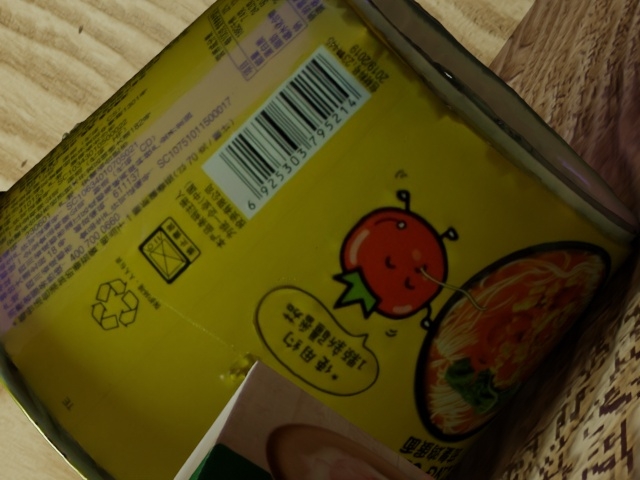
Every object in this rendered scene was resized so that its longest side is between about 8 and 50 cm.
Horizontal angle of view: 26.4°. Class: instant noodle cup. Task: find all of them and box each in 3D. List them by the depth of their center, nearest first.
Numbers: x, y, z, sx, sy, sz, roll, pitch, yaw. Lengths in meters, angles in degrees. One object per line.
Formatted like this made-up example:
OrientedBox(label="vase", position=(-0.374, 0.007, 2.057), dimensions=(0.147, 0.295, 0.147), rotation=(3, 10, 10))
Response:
OrientedBox(label="instant noodle cup", position=(0.000, 0.000, 0.758), dimensions=(0.254, 0.325, 0.325), rotation=(-48, 4, 14))

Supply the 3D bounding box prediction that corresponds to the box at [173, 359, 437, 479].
OrientedBox(label="box", position=(0.000, 0.133, 0.438), dimensions=(0.081, 0.135, 0.199), rotation=(-55, 3, 13))
